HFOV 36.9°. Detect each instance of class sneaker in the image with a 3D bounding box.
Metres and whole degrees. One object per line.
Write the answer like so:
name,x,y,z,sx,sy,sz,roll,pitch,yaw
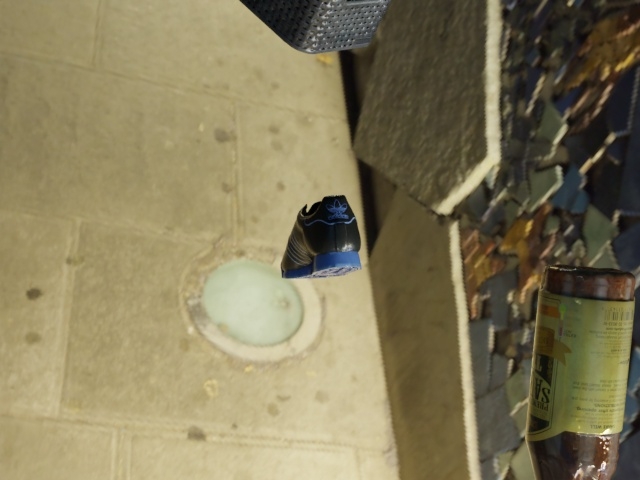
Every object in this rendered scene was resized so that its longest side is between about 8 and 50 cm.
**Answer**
sneaker,0.000,0.000,1.203,0.081,0.232,0.090,-2,85,-16

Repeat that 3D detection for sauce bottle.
sauce bottle,0.110,0.075,0.414,0.042,0.042,0.128,5,92,-22

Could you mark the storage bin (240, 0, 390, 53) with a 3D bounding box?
storage bin,-0.022,-0.279,0.981,0.122,0.084,0.180,-20,58,-46
